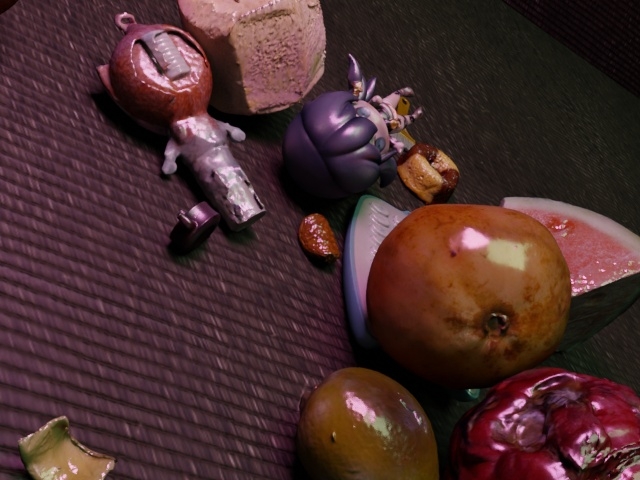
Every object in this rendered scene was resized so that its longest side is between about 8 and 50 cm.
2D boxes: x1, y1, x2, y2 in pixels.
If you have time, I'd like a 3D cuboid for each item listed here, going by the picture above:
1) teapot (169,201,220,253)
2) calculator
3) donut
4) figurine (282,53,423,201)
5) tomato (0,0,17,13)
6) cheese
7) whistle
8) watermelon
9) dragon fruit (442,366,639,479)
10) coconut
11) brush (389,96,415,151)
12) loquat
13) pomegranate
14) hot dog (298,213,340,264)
[{"bbox_3d":[-0.161,-0.020,0.984,0.045,0.068,0.100,45,-1,5],"label":"teapot"},{"bbox_3d":[0.141,0.070,1.208,0.256,0.054,0.386,31,35,-18],"label":"calculator"},{"bbox_3d":[0.212,-0.130,1.494,0.140,0.059,0.140,26,35,-20],"label":"donut"},{"bbox_3d":[0.050,-0.163,1.238,0.175,0.197,0.265,47,25,14],"label":"figurine"},{"bbox_3d":[-0.459,-0.384,0.902,0.265,0.265,0.265,27,37,-23],"label":"tomato"},{"bbox_3d":[-0.233,0.194,0.700,0.084,0.041,0.060,52,39,-16],"label":"cheese"},{"bbox_3d":[-0.188,-0.171,1.069,0.142,0.133,0.346,-27,82,-49],"label":"whistle"},{"bbox_3d":[0.386,0.043,1.289,0.283,0.250,0.292,42,16,13],"label":"watermelon"},{"bbox_3d":[0.284,0.303,0.882,0.329,0.329,0.329,27,37,-23],"label":"dragon fruit"},{"bbox_3d":[-0.101,-0.314,1.219,0.233,0.245,0.233,-3,54,4],"label":"coconut"},{"bbox_3d":[0.168,-0.252,1.619,0.083,0.011,0.205,33,34,-14],"label":"brush"},{"bbox_3d":[0.058,0.232,0.870,0.195,0.152,0.152,40,33,9],"label":"loquat"},{"bbox_3d":[0.180,0.061,1.005,0.252,0.229,0.270,-6,14,-12],"label":"pomegranate"},{"bbox_3d":[0.000,0.000,1.152,0.058,0.035,0.083,10,46,-40],"label":"hot dog"}]
